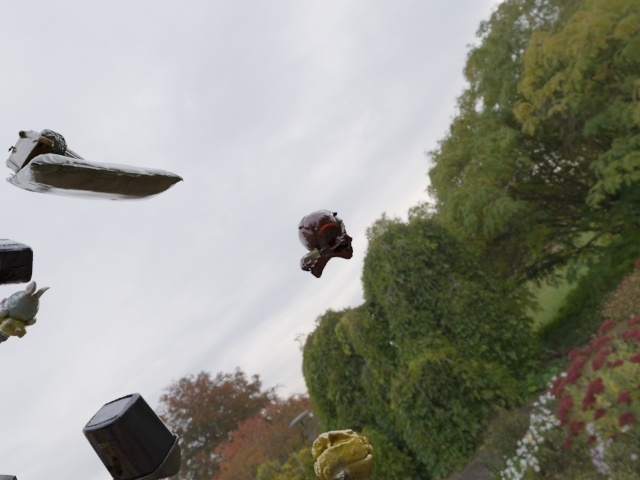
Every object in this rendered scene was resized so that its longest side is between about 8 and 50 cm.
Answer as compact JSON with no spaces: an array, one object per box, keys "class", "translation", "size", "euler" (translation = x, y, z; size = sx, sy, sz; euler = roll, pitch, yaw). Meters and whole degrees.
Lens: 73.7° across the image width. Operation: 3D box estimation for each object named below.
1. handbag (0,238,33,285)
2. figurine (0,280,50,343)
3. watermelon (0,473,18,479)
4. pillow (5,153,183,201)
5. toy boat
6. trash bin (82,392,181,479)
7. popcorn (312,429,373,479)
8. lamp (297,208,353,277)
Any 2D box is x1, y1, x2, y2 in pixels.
[{"class":"handbag","translation":[-1.163,0.080,1.510],"size":[0.181,0.254,0.181],"euler":[-1,-79,-57]},{"class":"figurine","translation":[-1.004,0.237,1.420],"size":[0.235,0.127,0.155],"euler":[-30,30,27]},{"class":"watermelon","translation":[-0.827,0.702,1.080],"size":[0.193,0.137,0.145],"euler":[-41,19,30]},{"class":"pillow","translation":[-0.458,-0.126,0.898],"size":[0.184,0.075,0.302],"euler":[-9,-5,41]},{"class":"toy boat","translation":[-0.675,-0.186,1.166],"size":[0.136,0.162,0.445],"euler":[-63,9,-7]},{"class":"trash bin","translation":[-0.596,0.653,1.373],"size":[0.209,0.291,0.182],"euler":[-22,15,19]},{"class":"popcorn","translation":[0.058,0.588,1.159],"size":[0.152,0.167,0.149],"euler":[33,-113,-86]},{"class":"lamp","translation":[-0.004,-0.010,1.422],"size":[0.215,0.223,0.151],"euler":[-30,-53,-10]}]
